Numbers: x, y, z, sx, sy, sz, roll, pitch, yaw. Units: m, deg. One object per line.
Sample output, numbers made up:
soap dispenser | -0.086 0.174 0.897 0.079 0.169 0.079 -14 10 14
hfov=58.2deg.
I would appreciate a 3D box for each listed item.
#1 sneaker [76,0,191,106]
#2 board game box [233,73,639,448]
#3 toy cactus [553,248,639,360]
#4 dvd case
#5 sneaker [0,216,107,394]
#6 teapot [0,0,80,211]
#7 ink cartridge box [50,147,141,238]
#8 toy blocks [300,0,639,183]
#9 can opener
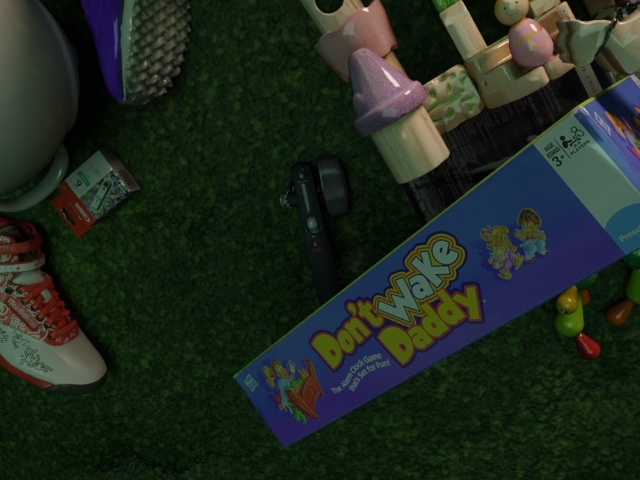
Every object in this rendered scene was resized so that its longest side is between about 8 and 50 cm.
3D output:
sneaker | -0.227 -0.291 0.605 0.146 0.102 0.293 6 101 18
board game box | 0.112 0.020 0.473 0.078 0.233 0.347 53 127 7
toy cactus | 0.288 0.000 0.564 0.180 0.112 0.219 43 117 10
dvd case | 0.190 -0.065 0.561 0.221 0.018 0.164 -26 88 35
sneaker | -0.369 0.071 0.723 0.270 0.090 0.145 33 111 6
teapot | -0.334 -0.162 0.578 0.256 0.187 0.252 -12 104 45
ink cartridge box | -0.284 -0.054 0.705 0.115 0.029 0.062 -34 95 17
toy blocks | 0.101 -0.233 0.428 0.289 0.309 0.260 -29 102 17
can opener | 0.000 0.000 0.640 0.073 0.059 0.186 -5 102 13
